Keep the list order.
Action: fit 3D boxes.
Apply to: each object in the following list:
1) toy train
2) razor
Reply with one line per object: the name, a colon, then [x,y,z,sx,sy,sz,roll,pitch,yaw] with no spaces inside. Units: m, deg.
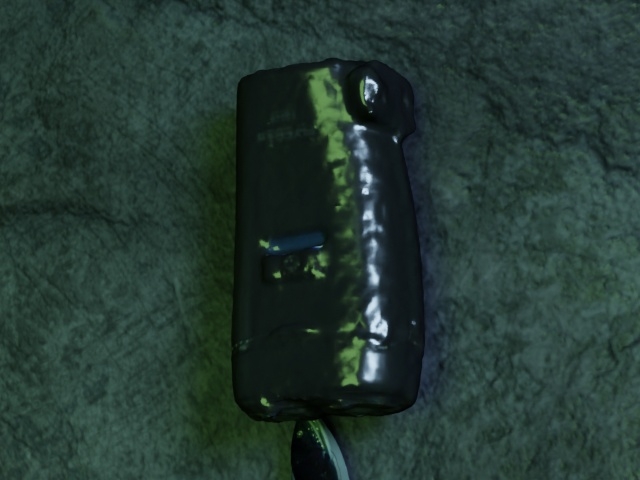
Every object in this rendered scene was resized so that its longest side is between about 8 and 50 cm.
toy train: [0.014,0.277,1.180,0.055,0.048,0.252,-18,71,32]
razor: [0.002,-0.001,1.173,0.189,0.107,0.327,-7,79,29]
